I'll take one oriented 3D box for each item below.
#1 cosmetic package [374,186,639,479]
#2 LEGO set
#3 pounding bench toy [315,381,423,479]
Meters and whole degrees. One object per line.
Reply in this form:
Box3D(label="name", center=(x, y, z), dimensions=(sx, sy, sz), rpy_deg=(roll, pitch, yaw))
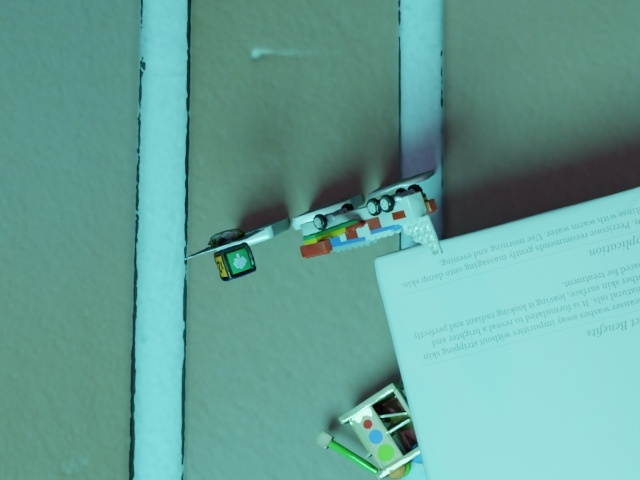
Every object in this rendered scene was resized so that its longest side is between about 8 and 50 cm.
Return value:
Box3D(label="cosmetic package", center=(0.193, 0.174, 0.964), dimensions=(0.217, 0.156, 0.385), rpy_deg=(-14, 82, 12))
Box3D(label="LEGO set", center=(0.000, 0.000, 0.986), dimensions=(0.182, 0.244, 0.060), rpy_deg=(-18, 93, 10))
Box3D(label="pounding bench toy", center=(0.045, 0.162, 1.050), dimensions=(0.083, 0.052, 0.065), rpy_deg=(-34, 78, 8))
